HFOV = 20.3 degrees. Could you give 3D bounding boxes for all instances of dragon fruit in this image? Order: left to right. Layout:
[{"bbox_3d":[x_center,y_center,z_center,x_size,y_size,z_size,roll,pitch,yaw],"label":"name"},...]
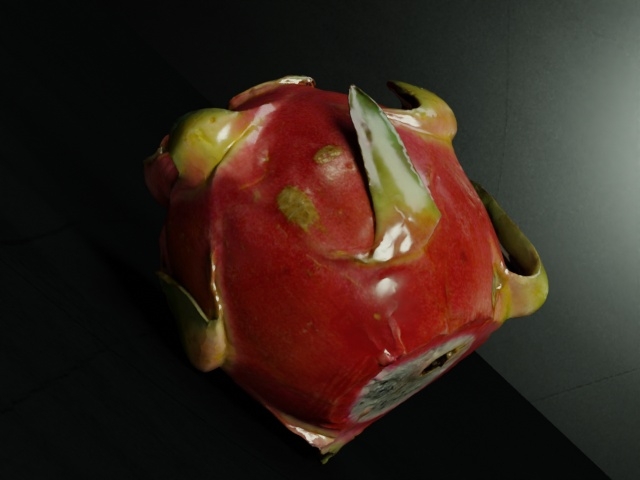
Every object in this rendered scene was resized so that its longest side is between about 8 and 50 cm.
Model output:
[{"bbox_3d":[0.004,0.003,1.099,0.227,0.224,0.224,65,12,16],"label":"dragon fruit"}]
